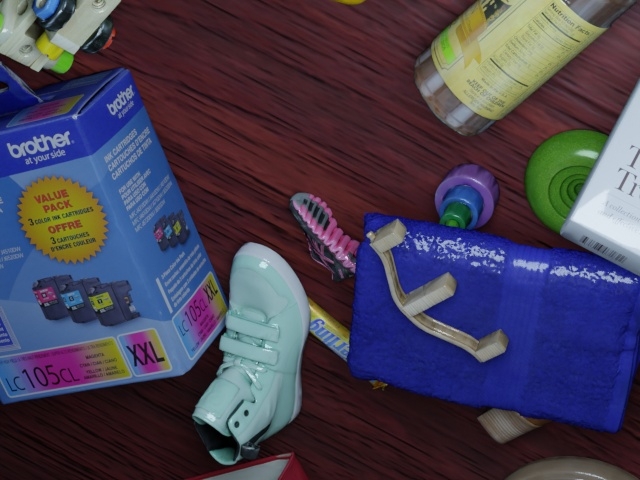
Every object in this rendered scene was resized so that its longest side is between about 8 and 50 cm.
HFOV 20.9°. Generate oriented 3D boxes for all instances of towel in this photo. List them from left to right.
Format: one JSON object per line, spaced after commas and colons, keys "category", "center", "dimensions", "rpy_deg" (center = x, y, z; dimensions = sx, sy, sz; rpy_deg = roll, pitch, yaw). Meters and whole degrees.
{"category": "towel", "center": [0.187, 0.081, 1.824], "dimensions": [0.308, 0.076, 0.227], "rpy_deg": [11, 129, 8]}

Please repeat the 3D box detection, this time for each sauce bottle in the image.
{"category": "sauce bottle", "center": [0.239, -0.242, 1.694], "dimensions": [0.111, 0.111, 0.344], "rpy_deg": [45, 121, -7]}

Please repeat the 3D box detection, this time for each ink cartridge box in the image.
{"category": "ink cartridge box", "center": [-0.308, -0.028, 1.986], "dimensions": [0.270, 0.151, 0.395], "rpy_deg": [-12, 111, 25]}

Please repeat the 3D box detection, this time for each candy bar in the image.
{"category": "candy bar", "center": [0.020, 0.115, 2.019], "dimensions": [0.161, 0.018, 0.040], "rpy_deg": [41, 124, -3]}

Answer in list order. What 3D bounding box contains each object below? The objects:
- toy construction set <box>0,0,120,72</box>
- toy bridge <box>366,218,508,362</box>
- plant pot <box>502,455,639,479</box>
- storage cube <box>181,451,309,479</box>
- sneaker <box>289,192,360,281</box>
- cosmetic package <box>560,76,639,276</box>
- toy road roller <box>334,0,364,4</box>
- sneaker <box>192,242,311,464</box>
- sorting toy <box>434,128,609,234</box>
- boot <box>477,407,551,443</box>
{"category": "toy construction set", "center": [-0.263, -0.312, 1.810], "dimensions": [0.151, 0.215, 0.327], "rpy_deg": [11, 125, -36]}
{"category": "toy bridge", "center": [0.109, 0.056, 1.759], "dimensions": [0.063, 0.026, 0.188], "rpy_deg": [-30, 114, 34]}
{"category": "plant pot", "center": [0.292, 0.377, 2.009], "dimensions": [0.237, 0.110, 0.237], "rpy_deg": [9, 119, 16]}
{"category": "storage cube", "center": [-0.094, 0.403, 2.119], "dimensions": [0.215, 0.183, 0.193], "rpy_deg": [-19, 111, 27]}
{"category": "sneaker", "center": [0.000, 0.000, 1.952], "dimensions": [0.119, 0.047, 0.057], "rpy_deg": [50, 133, -9]}
{"category": "cosmetic package", "center": [0.460, -0.049, 1.634], "dimensions": [0.377, 0.097, 0.284], "rpy_deg": [27, 82, 5]}
{"category": "toy road roller", "center": [-0.007, -0.346, 1.646], "dimensions": [0.330, 0.240, 0.202], "rpy_deg": [16, 121, 11]}
{"category": "sneaker", "center": [-0.086, 0.138, 1.980], "dimensions": [0.094, 0.151, 0.256], "rpy_deg": [14, 124, 28]}
{"category": "sorting toy", "center": [0.286, -0.035, 1.778], "dimensions": [0.366, 0.126, 0.127], "rpy_deg": [-3, 116, 21]}
{"category": "boot", "center": [0.206, 0.118, 1.930], "dimensions": [0.152, 0.073, 0.197], "rpy_deg": [-38, 101, 26]}
